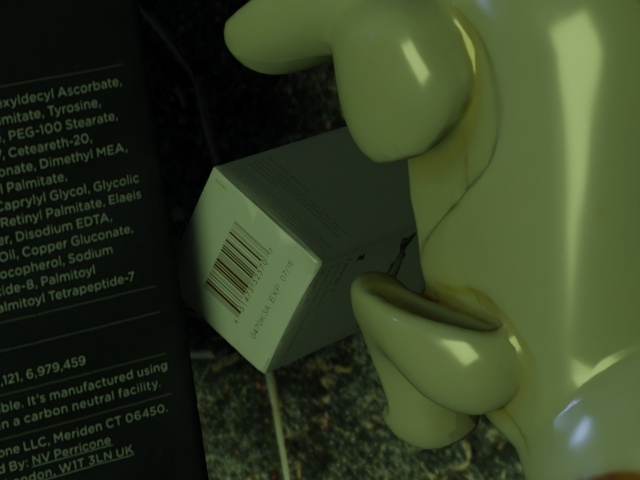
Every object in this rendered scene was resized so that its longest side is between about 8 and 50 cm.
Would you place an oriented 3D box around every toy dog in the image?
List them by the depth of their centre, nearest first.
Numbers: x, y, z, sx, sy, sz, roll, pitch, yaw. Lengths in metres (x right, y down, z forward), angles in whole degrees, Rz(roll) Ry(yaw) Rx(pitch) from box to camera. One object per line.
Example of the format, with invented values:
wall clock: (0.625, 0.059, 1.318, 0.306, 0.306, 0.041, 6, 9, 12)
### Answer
toy dog: (0.187, 0.011, 0.954, 0.395, 0.284, 0.408, -25, 79, 49)

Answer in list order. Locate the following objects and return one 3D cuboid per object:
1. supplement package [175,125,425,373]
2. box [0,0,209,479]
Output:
supplement package: (0.000, 0.000, 1.224, 0.105, 0.179, 0.105, 41, 126, 22)
box: (-0.324, -0.051, 1.283, 0.480, 0.297, 0.472, 19, 120, 63)
